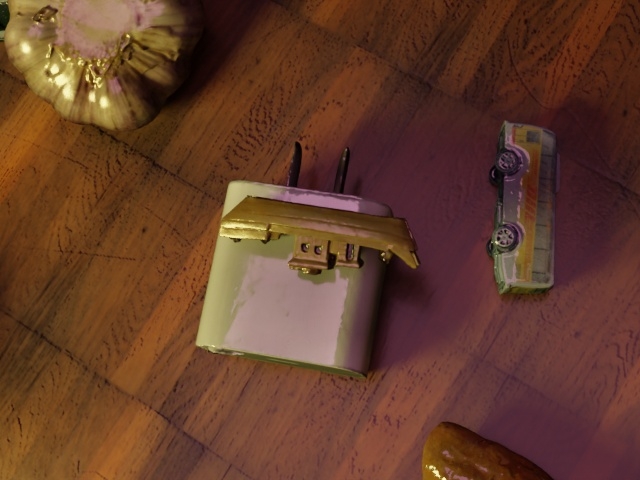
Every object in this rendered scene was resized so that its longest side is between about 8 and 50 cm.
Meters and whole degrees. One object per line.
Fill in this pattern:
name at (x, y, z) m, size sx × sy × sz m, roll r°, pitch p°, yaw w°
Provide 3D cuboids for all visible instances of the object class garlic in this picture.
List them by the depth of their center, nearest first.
garlic at (-0.255, -0.253, 1.162) m, size 0.245 × 0.160 × 0.245 m, roll 0°, pitch 95°, yaw -3°

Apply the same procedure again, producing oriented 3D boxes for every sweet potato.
sweet potato at (0.214, 0.280, 1.001) m, size 0.252 × 0.097 × 0.097 m, roll 31°, pitch 84°, yaw 10°

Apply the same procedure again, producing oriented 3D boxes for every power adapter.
power adapter at (-0.020, 0.015, 1.077) m, size 0.187 × 0.124 × 0.255 m, roll 8°, pitch 78°, yaw 10°

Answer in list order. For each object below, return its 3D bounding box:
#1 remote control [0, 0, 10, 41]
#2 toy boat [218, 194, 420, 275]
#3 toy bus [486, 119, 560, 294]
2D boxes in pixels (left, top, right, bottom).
remote control at (-0.463, -0.283, 1.265) m, size 0.166 × 0.029 × 0.065 m, roll -5°, pitch 76°, yaw 4°
toy boat at (0.000, 0.000, 0.983) m, size 0.206 × 0.064 × 0.072 m, roll 10°, pitch 94°, yaw 10°
toy bus at (0.226, -0.036, 1.077) m, size 0.075 × 0.064 × 0.190 m, roll 4°, pitch 78°, yaw 5°
